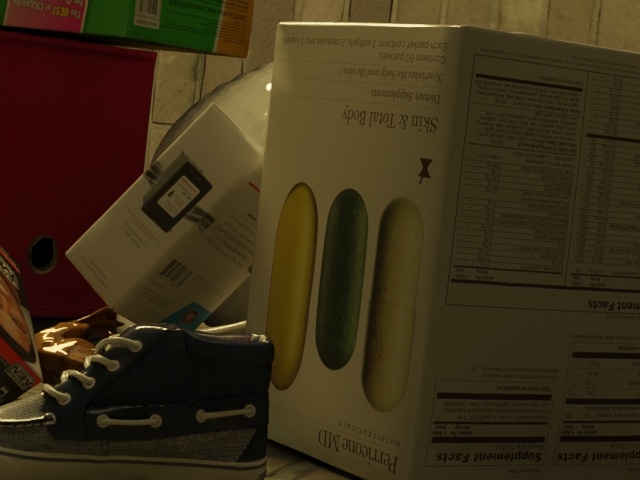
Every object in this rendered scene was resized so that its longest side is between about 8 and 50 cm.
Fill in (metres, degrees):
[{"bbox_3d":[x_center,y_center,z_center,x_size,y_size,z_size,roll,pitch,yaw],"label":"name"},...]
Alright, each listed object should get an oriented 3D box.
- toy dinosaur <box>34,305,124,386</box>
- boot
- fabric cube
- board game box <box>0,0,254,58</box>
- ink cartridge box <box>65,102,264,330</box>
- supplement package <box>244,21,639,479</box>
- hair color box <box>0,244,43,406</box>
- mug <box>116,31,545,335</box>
[{"bbox_3d":[-0.178,0.075,1.126,0.211,0.064,0.112,8,5,28],"label":"toy dinosaur"},{"bbox_3d":[-0.119,0.083,0.904,0.190,0.086,0.069,5,4,-15],"label":"boot"},{"bbox_3d":[-0.336,-0.071,1.621,0.259,0.258,0.254,10,4,40],"label":"fabric cube"},{"bbox_3d":[-0.255,-0.221,1.573,0.316,0.064,0.242,8,4,24],"label":"board game box"},{"bbox_3d":[-0.072,-0.021,1.159,0.060,0.180,0.104,46,2,27],"label":"ink cartridge box"},{"bbox_3d":[0.090,0.007,1.058,0.198,0.263,0.199,4,5,-33],"label":"supplement package"},{"bbox_3d":[-0.220,0.040,1.086,0.043,0.072,0.141,-33,34,5],"label":"hair color box"},{"bbox_3d":[0.000,0.000,1.340,0.328,0.276,0.374,3,31,41],"label":"mug"}]
